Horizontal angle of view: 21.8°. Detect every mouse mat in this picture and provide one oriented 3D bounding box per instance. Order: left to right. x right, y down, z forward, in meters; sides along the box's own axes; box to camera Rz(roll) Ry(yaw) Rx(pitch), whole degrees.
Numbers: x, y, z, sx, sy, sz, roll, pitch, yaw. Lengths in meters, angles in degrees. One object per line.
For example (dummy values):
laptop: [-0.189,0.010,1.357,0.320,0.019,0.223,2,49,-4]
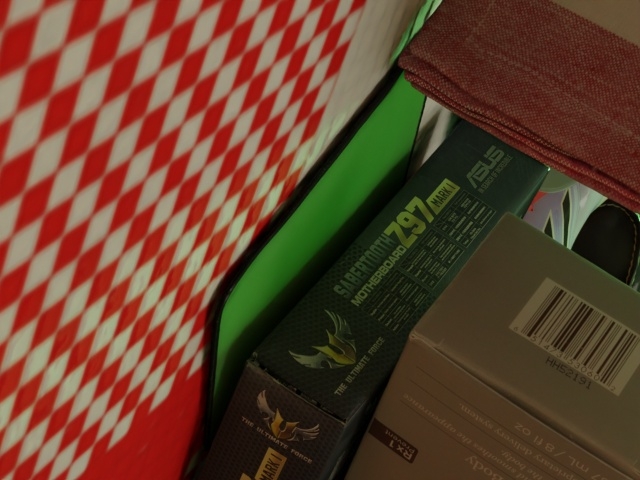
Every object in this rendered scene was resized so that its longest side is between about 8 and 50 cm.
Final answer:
mouse mat: [0.000,0.000,0.775,0.189,0.007,0.152,-51,165,-30]

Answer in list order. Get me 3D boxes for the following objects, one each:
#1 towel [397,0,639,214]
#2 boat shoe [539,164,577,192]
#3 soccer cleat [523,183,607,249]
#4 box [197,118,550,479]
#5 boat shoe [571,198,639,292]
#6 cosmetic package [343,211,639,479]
towel: [0.198,-0.160,0.666,0.037,0.237,0.329,24,96,-58]
boat shoe: [0.196,-0.117,1.126,0.183,0.065,0.083,-64,165,14]
soccer cleat: [0.164,-0.030,1.216,0.248,0.083,0.095,-47,133,-29]
box: [0.019,0.065,0.853,0.232,0.059,0.183,-48,167,-44]
boat shoe: [0.170,0.101,1.383,0.340,0.127,0.113,-50,179,1]
cosmetic package: [0.083,0.115,0.784,0.107,0.127,0.238,-48,164,-42]
